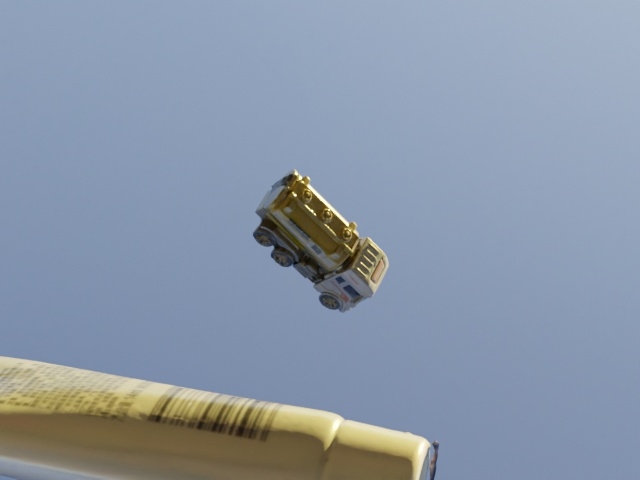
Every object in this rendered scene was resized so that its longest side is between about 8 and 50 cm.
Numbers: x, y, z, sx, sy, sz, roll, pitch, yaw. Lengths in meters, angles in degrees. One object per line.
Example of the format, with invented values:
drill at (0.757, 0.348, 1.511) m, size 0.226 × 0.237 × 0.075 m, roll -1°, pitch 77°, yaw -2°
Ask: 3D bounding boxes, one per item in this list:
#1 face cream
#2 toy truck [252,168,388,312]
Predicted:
face cream at (-0.073, 0.088, 0.636) m, size 0.243 × 0.058 × 0.092 m, roll 11°, pitch -160°, yaw 11°
toy truck at (0.000, 0.000, 1.193) m, size 0.063 × 0.123 × 0.052 m, roll -24°, pitch -151°, yaw 48°
